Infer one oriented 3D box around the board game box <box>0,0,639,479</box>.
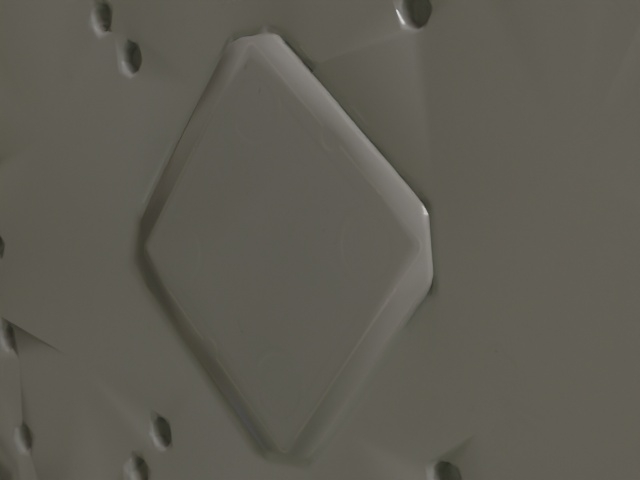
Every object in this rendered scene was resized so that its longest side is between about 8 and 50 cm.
[{"bbox_3d":[0.000,0.000,0.438,0.390,0.050,0.389,0,-84,46],"label":"board game box"}]
